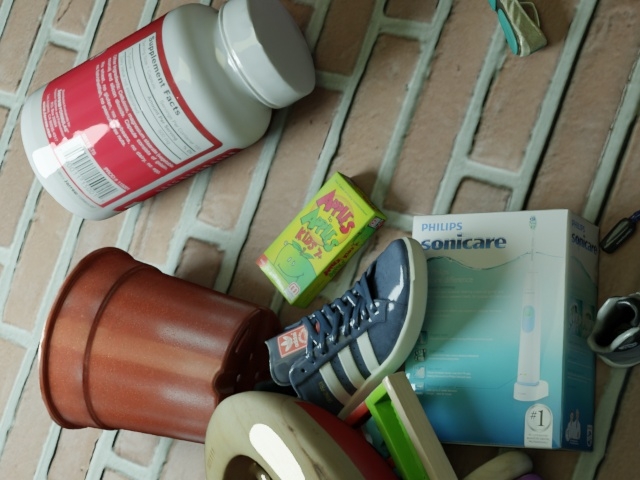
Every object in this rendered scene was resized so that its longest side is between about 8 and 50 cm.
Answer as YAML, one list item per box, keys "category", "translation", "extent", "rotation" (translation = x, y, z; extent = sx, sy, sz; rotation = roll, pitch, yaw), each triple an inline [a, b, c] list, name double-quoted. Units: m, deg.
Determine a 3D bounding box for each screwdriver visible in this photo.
- category: "screwdriver"
  translation: [0.421, -0.046, 1.602]
  extent: [0.170, 0.024, 0.025]
  rotation: [-42, 92, 8]

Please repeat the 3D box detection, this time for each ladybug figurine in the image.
- category: "ladybug figurine"
  translation: [0.015, 0.366, 1.541]
  extent: [0.449, 0.162, 0.305]
  rotation: [53, 140, 34]

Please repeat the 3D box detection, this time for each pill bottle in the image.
- category: "pill bottle"
  translation: [-0.223, -0.207, 1.870]
  extent: [0.407, 0.229, 0.229]
  rotation: [-25, 69, 22]

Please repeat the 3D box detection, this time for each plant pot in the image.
- category: "plant pot"
  translation: [-0.210, 0.166, 1.784]
  extent: [0.265, 0.272, 0.272]
  rotation: [12, 86, 22]

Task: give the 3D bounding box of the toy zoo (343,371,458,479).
- category: "toy zoo"
  translation: [0.074, 0.317, 1.619]
  extent: [0.192, 0.030, 0.293]
  rotation: [65, 145, 21]

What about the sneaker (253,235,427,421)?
- category: "sneaker"
  translation: [0.016, 0.128, 1.633]
  extent: [0.131, 0.148, 0.350]
  rotation: [-101, 31, -49]

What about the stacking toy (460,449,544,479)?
- category: "stacking toy"
  translation: [0.283, 0.422, 1.520]
  extent: [0.141, 0.141, 0.330]
  rotation: [-42, 67, 16]

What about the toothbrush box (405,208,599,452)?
- category: "toothbrush box"
  translation: [0.231, 0.116, 1.609]
  extent: [0.216, 0.126, 0.295]
  rotation: [-3, 79, 30]

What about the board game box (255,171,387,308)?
- category: "board game box"
  translation: [0.000, 0.000, 1.810]
  extent: [0.181, 0.043, 0.092]
  rotation: [-48, 61, 13]

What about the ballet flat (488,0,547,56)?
- category: "ballet flat"
  translation: [0.262, -0.327, 1.735]
  extent: [0.052, 0.057, 0.168]
  rotation: [-20, 72, -5]

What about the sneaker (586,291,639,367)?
- category: "sneaker"
  translation: [0.417, 0.075, 1.510]
  extent: [0.228, 0.132, 0.086]
  rotation: [-40, 64, 17]
